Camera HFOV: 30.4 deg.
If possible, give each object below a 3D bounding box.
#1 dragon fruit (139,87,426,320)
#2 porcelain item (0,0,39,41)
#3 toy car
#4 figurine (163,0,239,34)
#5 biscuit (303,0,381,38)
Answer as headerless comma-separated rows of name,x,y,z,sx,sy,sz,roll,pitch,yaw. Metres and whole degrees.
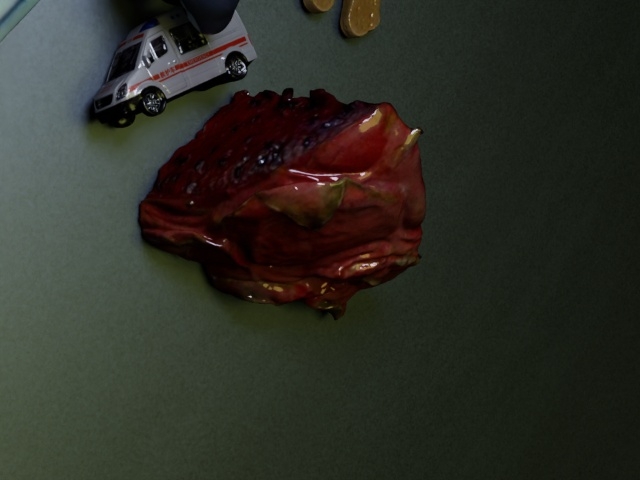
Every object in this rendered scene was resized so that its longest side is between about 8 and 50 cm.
dragon fruit,-0.005,0.007,1.400,0.228,0.286,0.329,-51,129,-30
porcelain item,-0.363,-0.249,1.077,0.157,0.286,0.281,49,64,-26
toy car,-0.178,-0.208,1.353,0.210,0.089,0.108,-31,105,-36
figurine,-0.146,-0.336,1.295,0.145,0.145,0.222,-12,67,-38
biscuit,0.046,-0.394,1.561,0.144,0.040,0.236,28,72,-43
